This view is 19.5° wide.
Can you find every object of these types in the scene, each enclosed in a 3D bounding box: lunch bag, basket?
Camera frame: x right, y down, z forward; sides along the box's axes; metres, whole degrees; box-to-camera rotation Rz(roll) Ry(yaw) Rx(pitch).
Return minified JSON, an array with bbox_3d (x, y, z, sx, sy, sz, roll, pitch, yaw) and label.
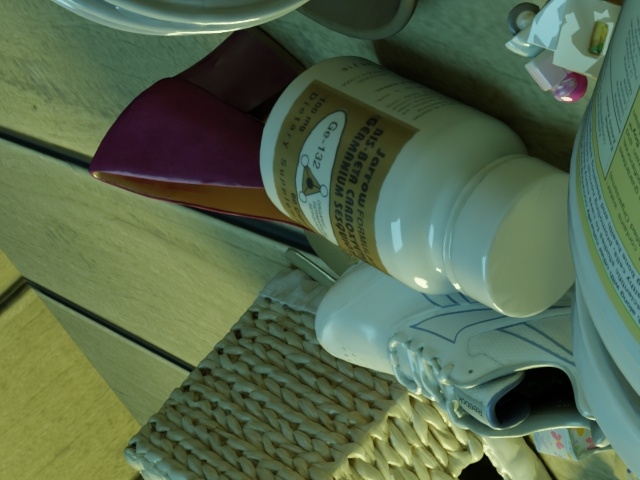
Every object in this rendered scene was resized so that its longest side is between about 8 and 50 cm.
[{"bbox_3d":[0.200,0.129,1.498,0.071,0.053,0.083,176,79,-70],"label":"lunch bag"},{"bbox_3d":[0.030,0.252,1.838,0.328,0.266,0.331,55,163,-28],"label":"basket"}]

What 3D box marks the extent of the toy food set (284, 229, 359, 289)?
[{"bbox_3d":[0.035,-0.002,1.650,0.132,0.038,0.192,37,157,8],"label":"toy food set"}]

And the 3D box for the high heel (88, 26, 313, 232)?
[{"bbox_3d":[0.000,0.000,1.467,0.377,0.181,0.127,40,162,21],"label":"high heel"}]

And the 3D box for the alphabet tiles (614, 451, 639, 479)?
[{"bbox_3d":[0.341,0.225,1.448,0.285,0.011,0.342,40,162,25],"label":"alphabet tiles"}]

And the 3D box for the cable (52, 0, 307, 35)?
[{"bbox_3d":[-0.083,-0.233,1.003,0.089,0.257,0.257,164,98,-75],"label":"cable"}]

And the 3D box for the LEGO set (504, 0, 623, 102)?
[{"bbox_3d":[0.170,-0.111,0.886,0.107,0.132,0.287,42,-174,-3],"label":"LEGO set"}]

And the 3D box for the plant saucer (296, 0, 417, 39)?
[{"bbox_3d":[-0.030,-0.250,1.218,0.278,0.041,0.278,41,162,17],"label":"plant saucer"}]

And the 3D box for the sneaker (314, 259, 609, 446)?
[{"bbox_3d":[0.110,0.073,1.327,0.297,0.129,0.111,2,129,38],"label":"sneaker"}]

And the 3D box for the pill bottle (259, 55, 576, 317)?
[{"bbox_3d":[0.073,-0.036,1.295,0.229,0.131,0.131,30,156,44],"label":"pill bottle"}]

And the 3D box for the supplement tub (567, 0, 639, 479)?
[{"bbox_3d":[0.216,-0.049,0.618,0.241,0.241,0.331,41,150,20],"label":"supplement tub"}]
